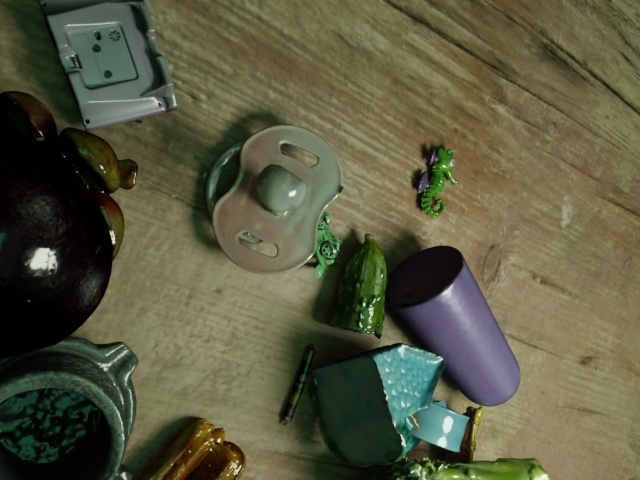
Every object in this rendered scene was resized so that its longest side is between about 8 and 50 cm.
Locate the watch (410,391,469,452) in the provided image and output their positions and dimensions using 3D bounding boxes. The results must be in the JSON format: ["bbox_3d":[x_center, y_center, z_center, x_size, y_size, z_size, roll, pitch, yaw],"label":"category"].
[{"bbox_3d":[0.274,0.445,1.260,0.210,0.193,0.211,1,88,-24],"label":"watch"}]

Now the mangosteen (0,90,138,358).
[{"bbox_3d":[-0.485,-0.035,0.787,0.382,0.382,0.435,45,65,-20],"label":"mangosteen"}]

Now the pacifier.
[{"bbox_3d":[-0.088,-0.092,1.057,0.220,0.273,0.332,30,80,-40],"label":"pacifier"}]

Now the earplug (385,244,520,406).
[{"bbox_3d":[0.365,0.244,1.300,0.215,0.215,0.456,-44,113,-17],"label":"earplug"}]

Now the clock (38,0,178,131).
[{"bbox_3d":[-0.395,-0.345,0.965,0.186,0.083,0.254,-22,102,-23],"label":"clock"}]

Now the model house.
[{"bbox_3d":[0.149,0.359,1.170,0.241,0.261,0.226,-12,78,-40],"label":"model house"}]

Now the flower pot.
[{"bbox_3d":[-0.443,0.299,0.867,0.298,0.282,0.300,0,89,-24],"label":"flower pot"}]

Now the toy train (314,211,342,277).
[{"bbox_3d":[0.000,0.000,1.172,0.081,0.099,0.149,-22,97,12],"label":"toy train"}]

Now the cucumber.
[{"bbox_3d":[0.102,0.104,1.211,0.134,0.134,0.245,12,83,-26],"label":"cucumber"}]

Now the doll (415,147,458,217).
[{"bbox_3d":[0.309,-0.154,1.332,0.115,0.050,0.191,23,84,-18],"label":"doll"}]

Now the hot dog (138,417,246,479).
[{"bbox_3d":[-0.306,0.534,1.031,0.158,0.117,0.349,39,67,6],"label":"hot dog"}]

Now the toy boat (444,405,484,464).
[{"bbox_3d":[0.384,0.589,1.352,0.098,0.141,0.318,-2,100,-3],"label":"toy boat"}]

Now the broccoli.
[{"bbox_3d":[0.299,0.601,1.202,0.396,0.353,0.275,-3,75,-23],"label":"broccoli"}]

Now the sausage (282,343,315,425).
[{"bbox_3d":[-0.051,0.339,1.195,0.028,0.025,0.199,24,81,-27],"label":"sausage"}]
